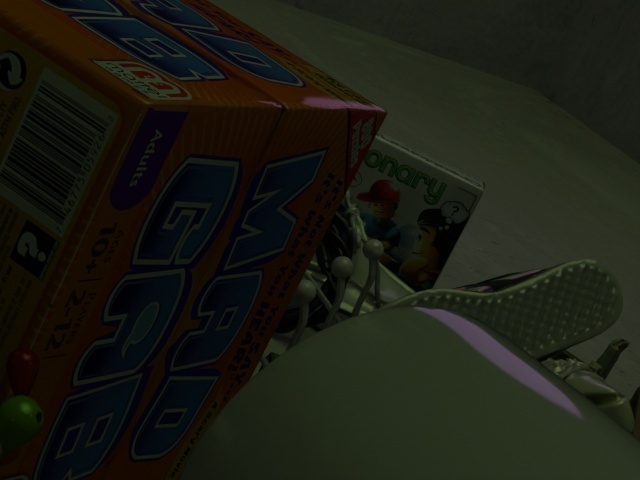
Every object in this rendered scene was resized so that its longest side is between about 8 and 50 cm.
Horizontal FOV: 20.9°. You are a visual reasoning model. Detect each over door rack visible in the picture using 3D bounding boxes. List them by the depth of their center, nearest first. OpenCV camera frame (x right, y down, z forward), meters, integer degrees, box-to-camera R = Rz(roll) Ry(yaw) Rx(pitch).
[{"bbox_3d":[-0.039,0.025,1.648,0.324,0.108,0.239,45,19,7],"label":"over door rack"}]

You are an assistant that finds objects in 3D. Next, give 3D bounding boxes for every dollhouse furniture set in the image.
[{"bbox_3d":[0.320,0.151,2.138,0.058,0.076,0.151,33,18,18],"label":"dollhouse furniture set"}]

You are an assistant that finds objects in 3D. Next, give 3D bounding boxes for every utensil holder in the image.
[{"bbox_3d":[0.117,0.258,1.057,0.327,0.327,0.385,13,19,-39],"label":"utensil holder"}]

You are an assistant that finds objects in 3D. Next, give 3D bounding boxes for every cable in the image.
[{"bbox_3d":[-0.039,0.013,1.873,0.184,0.150,0.047,44,-11,17],"label":"cable"}]

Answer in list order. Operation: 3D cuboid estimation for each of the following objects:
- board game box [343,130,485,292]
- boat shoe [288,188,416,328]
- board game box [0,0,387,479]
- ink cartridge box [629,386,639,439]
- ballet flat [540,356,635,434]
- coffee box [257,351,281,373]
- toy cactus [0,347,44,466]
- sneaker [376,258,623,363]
[{"bbox_3d":[0.018,-0.048,2.075,0.305,0.193,0.053,25,16,-3],"label":"board game box"},{"bbox_3d":[-0.001,-0.003,1.968,0.367,0.156,0.136,27,16,-1],"label":"boat shoe"},{"bbox_3d":[-0.237,-0.033,1.334,0.356,0.356,0.356,34,18,21],"label":"board game box"},{"bbox_3d":[0.406,0.267,1.892,0.193,0.088,0.234,30,16,6],"label":"ink cartridge box"},{"bbox_3d":[0.240,0.203,1.721,0.147,0.147,0.409,31,22,16],"label":"ballet flat"},{"bbox_3d":[0.030,0.177,1.670,0.184,0.040,0.113,22,17,-15],"label":"coffee box"},{"bbox_3d":[-0.263,0.164,1.067,0.112,0.219,0.180,73,0,-69],"label":"toy cactus"},{"bbox_3d":[0.171,0.107,1.919,0.321,0.126,0.127,-12,-8,-21],"label":"sneaker"}]
